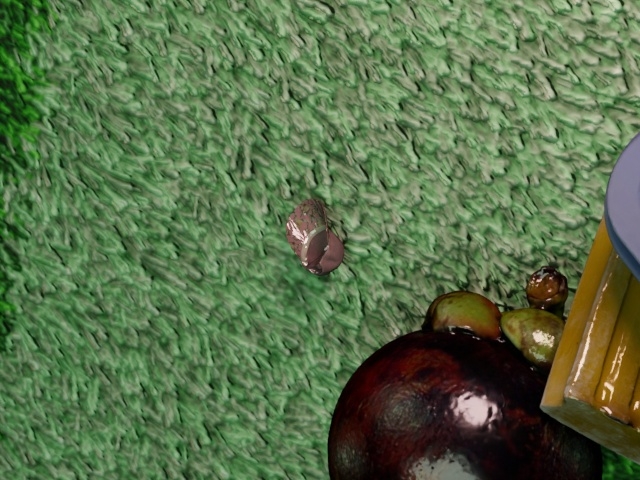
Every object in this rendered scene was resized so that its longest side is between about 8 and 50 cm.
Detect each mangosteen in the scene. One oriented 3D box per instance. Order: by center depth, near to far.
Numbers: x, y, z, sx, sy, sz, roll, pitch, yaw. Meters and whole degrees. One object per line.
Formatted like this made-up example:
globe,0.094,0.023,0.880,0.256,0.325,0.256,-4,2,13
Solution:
mangosteen,0.154,0.206,1.863,0.311,0.311,0.311,8,112,19

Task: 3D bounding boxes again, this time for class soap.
soap,0.315,0.088,1.781,0.140,0.232,0.073,30,154,-17

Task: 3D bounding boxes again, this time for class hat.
hat,0.000,-0.002,1.982,0.058,0.042,0.087,-34,60,29

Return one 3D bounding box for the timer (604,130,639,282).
timer,0.481,-0.017,1.623,0.395,0.173,0.395,-8,73,27
